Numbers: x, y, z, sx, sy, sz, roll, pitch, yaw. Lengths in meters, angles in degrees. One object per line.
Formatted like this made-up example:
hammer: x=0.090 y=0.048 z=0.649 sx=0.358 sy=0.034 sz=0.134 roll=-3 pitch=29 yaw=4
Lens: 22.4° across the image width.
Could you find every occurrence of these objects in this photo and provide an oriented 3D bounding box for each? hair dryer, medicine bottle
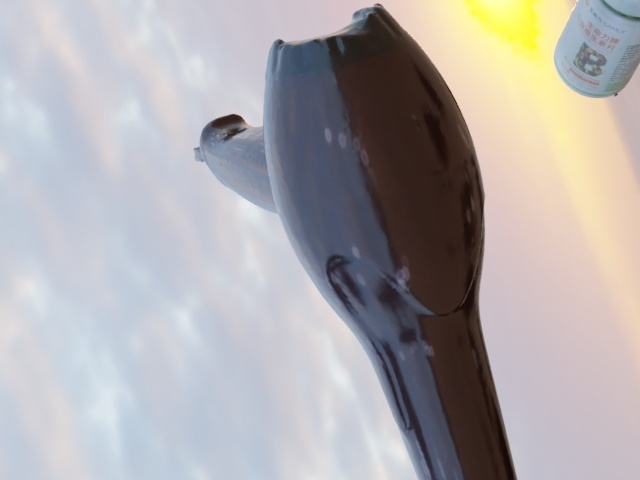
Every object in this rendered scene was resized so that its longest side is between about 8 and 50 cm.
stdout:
hair dryer: x=0.000 y=0.000 z=1.072 sx=0.340 sy=0.123 sz=0.312 roll=18 pitch=127 yaw=62
medicine bottle: x=0.291 y=-0.220 z=1.592 sx=0.183 sy=0.086 sz=0.086 roll=105 pitch=151 yaw=-63
